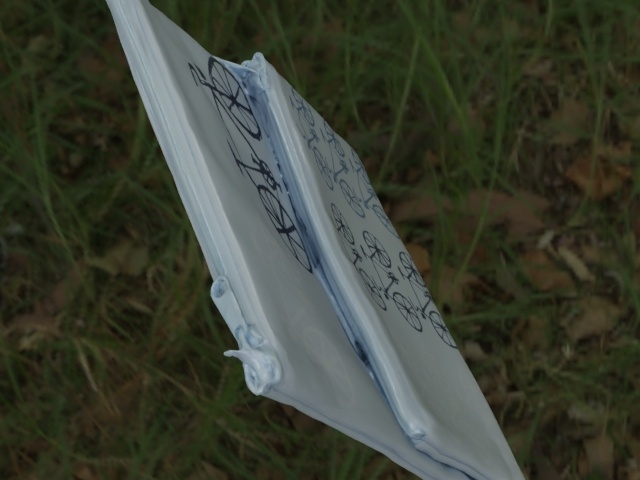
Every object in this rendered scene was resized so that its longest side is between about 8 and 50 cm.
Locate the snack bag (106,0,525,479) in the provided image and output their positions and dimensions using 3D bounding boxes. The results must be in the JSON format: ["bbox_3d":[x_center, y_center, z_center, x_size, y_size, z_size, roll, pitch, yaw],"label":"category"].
[{"bbox_3d":[0.000,0.000,0.834,0.037,0.342,0.323,-33,56,14],"label":"snack bag"}]
